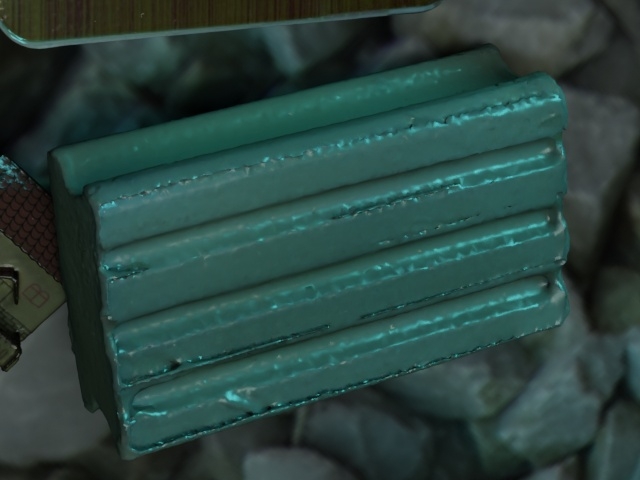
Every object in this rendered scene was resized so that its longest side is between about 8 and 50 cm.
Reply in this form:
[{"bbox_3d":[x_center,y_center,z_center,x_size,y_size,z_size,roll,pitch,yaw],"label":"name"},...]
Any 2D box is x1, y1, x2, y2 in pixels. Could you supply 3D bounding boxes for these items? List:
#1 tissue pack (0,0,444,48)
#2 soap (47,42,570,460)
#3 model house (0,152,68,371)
[{"bbox_3d":[-0.049,-0.202,0.535,0.159,0.136,0.246,-9,116,-25],"label":"tissue pack"},{"bbox_3d":[0.000,0.000,0.666,0.198,0.063,0.115,-14,118,-23],"label":"soap"},{"bbox_3d":[-0.129,0.000,0.655,0.058,0.057,0.083,-40,115,8],"label":"model house"}]
